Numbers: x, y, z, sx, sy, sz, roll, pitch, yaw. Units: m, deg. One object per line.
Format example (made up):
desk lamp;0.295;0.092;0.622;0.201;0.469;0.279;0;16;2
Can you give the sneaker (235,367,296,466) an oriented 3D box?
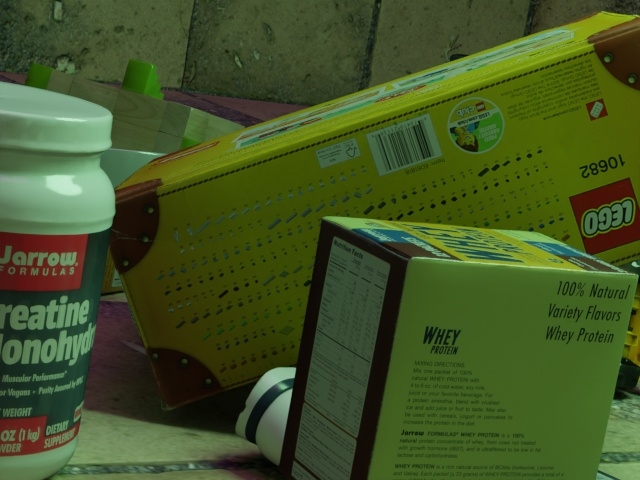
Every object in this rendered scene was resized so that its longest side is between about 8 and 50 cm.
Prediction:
sneaker;0.036;0.154;1.431;0.095;0.090;0.235;32;25;34

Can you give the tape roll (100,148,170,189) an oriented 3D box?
tape roll;-0.244;-0.069;2.032;0.219;0.072;0.219;6;0;0

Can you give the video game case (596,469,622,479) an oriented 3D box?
video game case;0.185;0.223;1.316;0.274;0.026;0.196;0;14;-41

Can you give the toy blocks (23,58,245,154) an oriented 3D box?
toy blocks;-0.252;-0.167;2.724;0.381;0.190;0.261;17;1;32

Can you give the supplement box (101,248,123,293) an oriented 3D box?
supplement box;-0.262;0.016;1.871;0.078;0.080;0.233;16;8;26

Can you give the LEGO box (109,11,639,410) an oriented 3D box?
LEGO box;0.077;-0.044;1.594;0.500;0.193;0.372;-18;7;5

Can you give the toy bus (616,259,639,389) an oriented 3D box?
toy bus;0.243;0.068;1.868;0.220;0.149;0.211;14;-3;-31

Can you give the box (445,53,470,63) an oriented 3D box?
box;0.474;-0.071;2.467;0.472;0.297;0.480;6;11;-32

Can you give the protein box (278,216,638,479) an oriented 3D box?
protein box;0.099;0.099;1.272;0.200;0.201;0.136;4;12;-28

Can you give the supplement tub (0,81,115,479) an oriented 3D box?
supplement tub;-0.254;0.027;1.253;0.191;0.272;0.191;10;10;-2
